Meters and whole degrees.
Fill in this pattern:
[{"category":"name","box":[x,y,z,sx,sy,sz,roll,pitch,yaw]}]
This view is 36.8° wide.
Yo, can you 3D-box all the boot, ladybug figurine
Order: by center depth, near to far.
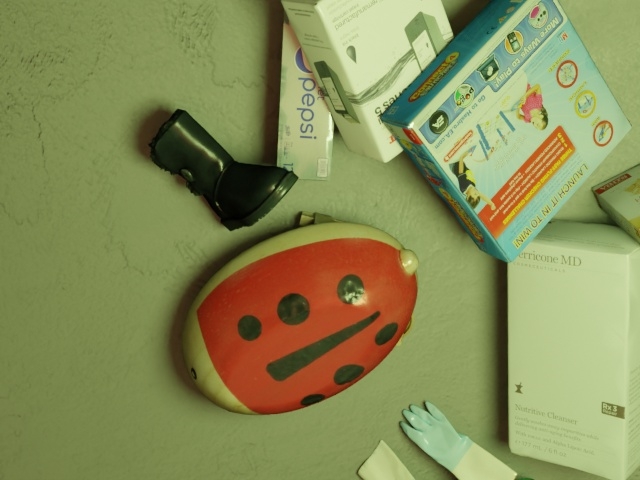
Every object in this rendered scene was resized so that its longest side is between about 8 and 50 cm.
[{"category":"boot","box":[-0.164,-0.119,1.516,0.207,0.246,0.094,44,67,-13]},{"category":"ladybug figurine","box":[-0.033,0.146,1.583,0.449,0.162,0.305,-34,114,16]}]

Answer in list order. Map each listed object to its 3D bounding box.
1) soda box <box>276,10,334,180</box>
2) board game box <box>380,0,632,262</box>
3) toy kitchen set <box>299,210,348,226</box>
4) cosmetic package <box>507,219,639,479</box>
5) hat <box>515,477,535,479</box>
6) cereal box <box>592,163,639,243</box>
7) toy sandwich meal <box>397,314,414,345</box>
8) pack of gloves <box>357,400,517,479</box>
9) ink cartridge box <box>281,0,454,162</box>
[{"category":"soda box","box":[-0.019,-0.245,1.540,0.091,0.098,0.286,3,104,-1]},{"category":"board game box","box":[0.292,-0.180,1.470,0.308,0.086,0.302,-46,120,-10]},{"category":"toy kitchen set","box":[0.000,0.000,1.621,0.083,0.068,0.075,14,105,-3]},{"category":"cosmetic package","box":[0.432,0.171,1.577,0.217,0.156,0.385,7,110,39]},{"category":"hat","box":[0.268,0.466,1.771,0.208,0.183,0.173,-3,115,-41]},{"category":"cereal box","box":[0.545,-0.073,1.511,0.173,0.240,0.047,-27,108,6]},{"category":"toy sandwich meal","box":[0.125,0.144,1.679,0.085,0.029,0.086,0,105,0]},{"category":"pack of gloves","box":[0.193,0.410,1.680,0.232,0.046,0.195,38,102,27]},{"category":"ink cartridge box","box":[0.092,-0.287,1.451,0.198,0.115,0.273,-37,121,-17]}]
